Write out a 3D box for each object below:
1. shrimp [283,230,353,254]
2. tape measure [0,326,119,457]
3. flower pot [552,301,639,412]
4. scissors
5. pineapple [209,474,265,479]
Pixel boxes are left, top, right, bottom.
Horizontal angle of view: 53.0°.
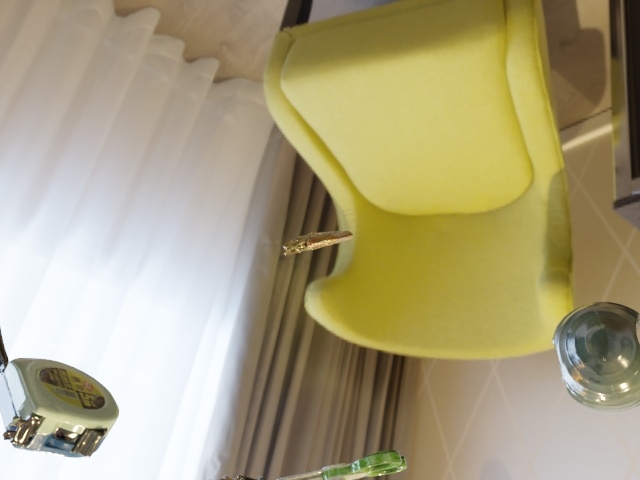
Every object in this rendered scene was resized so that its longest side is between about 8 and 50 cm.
[{"bbox_3d":[0.000,0.000,0.872,0.108,0.023,0.059,-14,-173,-41],"label":"shrimp"},{"bbox_3d":[-0.516,0.274,1.208,0.215,0.098,0.351,31,-176,-41],"label":"tape measure"},{"bbox_3d":[0.501,0.206,1.133,0.157,0.189,0.243,-13,154,18],"label":"flower pot"},{"bbox_3d":[0.027,0.355,0.977,0.204,0.027,0.101,-16,148,9],"label":"scissors"},{"bbox_3d":[-0.143,0.530,1.232,0.170,0.141,0.310,39,175,20],"label":"pineapple"}]
